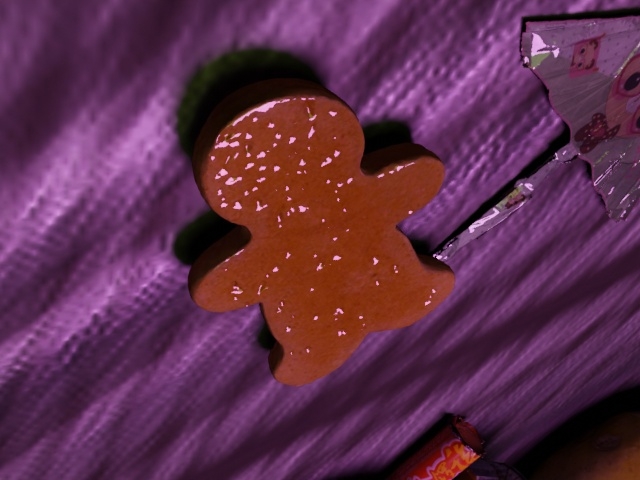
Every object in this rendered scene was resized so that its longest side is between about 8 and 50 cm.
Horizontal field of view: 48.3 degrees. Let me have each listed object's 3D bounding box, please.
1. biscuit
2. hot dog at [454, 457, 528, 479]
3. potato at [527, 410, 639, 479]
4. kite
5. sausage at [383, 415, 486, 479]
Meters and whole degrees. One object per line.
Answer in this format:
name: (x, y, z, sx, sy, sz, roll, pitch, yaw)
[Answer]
biscuit: (-0.001, -0.001, 0.415, 0.158, 0.035, 0.240, -29, 140, -4)
hot dog: (0.191, 0.334, 0.770, 0.082, 0.163, 0.270, -32, 142, -22)
potato: (0.345, 0.289, 0.825, 0.197, 0.148, 0.228, 29, 112, -31)
kite: (0.167, -0.064, 0.468, 0.250, 0.012, 0.229, -40, 135, 13)
sausage: (0.097, 0.232, 0.704, 0.050, 0.048, 0.145, 17, 124, -44)
